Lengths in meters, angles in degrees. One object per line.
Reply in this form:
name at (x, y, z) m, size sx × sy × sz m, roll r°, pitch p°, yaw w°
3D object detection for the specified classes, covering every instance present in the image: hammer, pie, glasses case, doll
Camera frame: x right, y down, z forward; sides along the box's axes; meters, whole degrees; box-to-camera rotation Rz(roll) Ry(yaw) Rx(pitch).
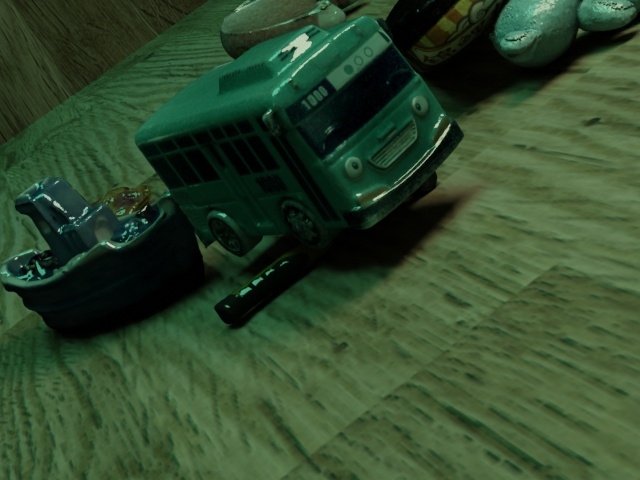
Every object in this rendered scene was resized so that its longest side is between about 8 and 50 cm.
hammer at (0.000, 0.000, 0.999) m, size 0.201 × 0.021 × 0.078 m, roll -37°, pitch 17°, yaw -11°
pie at (-0.247, -0.036, 1.527) m, size 0.092 × 0.034 × 0.170 m, roll -47°, pitch 20°, yaw -24°
glasses case at (0.122, -0.223, 1.214) m, size 0.122 × 0.082 × 0.321 m, roll -41°, pitch 5°, yaw 6°
doll at (0.224, -0.208, 1.058) m, size 0.180 × 0.075 × 0.120 m, roll -29°, pitch 12°, yaw 15°

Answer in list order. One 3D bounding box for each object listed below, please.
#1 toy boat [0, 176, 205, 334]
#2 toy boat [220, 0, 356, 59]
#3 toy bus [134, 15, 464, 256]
toy boat at (-0.217, 0.003, 1.185) m, size 0.309 × 0.142 × 0.129 m, roll -16°, pitch 22°, yaw 47°
toy boat at (-0.044, -0.315, 1.866) m, size 0.228 × 0.085 × 0.155 m, roll -10°, pitch 36°, yaw 30°
toy bus at (-0.026, -0.080, 0.979) m, size 0.128 × 0.147 × 0.256 m, roll -44°, pitch 19°, yaw -26°
